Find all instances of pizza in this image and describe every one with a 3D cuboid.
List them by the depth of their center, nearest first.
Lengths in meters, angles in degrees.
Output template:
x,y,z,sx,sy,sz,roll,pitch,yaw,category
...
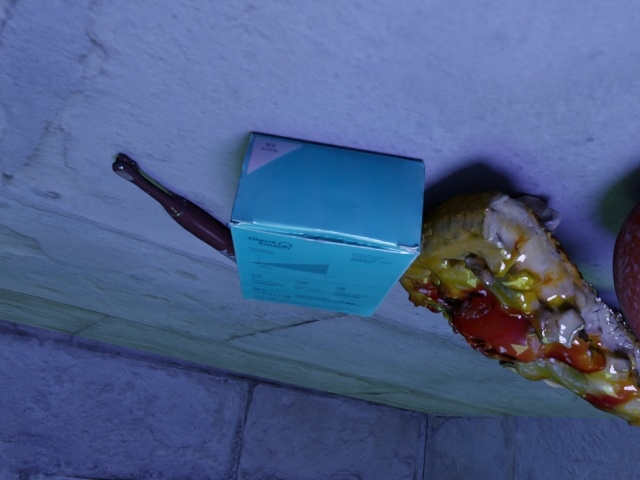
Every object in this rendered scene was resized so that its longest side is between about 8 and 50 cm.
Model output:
x,y,z,sx,sy,sz,roll,pitch,yaw,category
0.269,0.119,0.699,0.406,0.130,0.440,37,170,11,pizza

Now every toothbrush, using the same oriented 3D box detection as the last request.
x,y,z,sx,sy,sz,roll,pitch,yaw,category
-0.182,-0.024,0.830,0.041,0.040,0.364,-2,156,26,toothbrush

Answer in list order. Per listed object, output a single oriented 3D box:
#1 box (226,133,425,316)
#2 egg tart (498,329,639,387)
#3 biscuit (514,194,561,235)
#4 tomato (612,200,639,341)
x,y,z,sx,sy,sz,roll,pitch,yaw,category
0.000,0.000,0.711,0.205,0.118,0.311,7,159,-2,box
0.428,0.198,0.997,0.315,0.120,0.315,15,167,4,egg tart
0.270,0.007,0.709,0.061,0.055,0.219,16,163,24,biscuit
0.418,0.039,0.503,0.271,0.226,0.270,8,156,4,tomato
